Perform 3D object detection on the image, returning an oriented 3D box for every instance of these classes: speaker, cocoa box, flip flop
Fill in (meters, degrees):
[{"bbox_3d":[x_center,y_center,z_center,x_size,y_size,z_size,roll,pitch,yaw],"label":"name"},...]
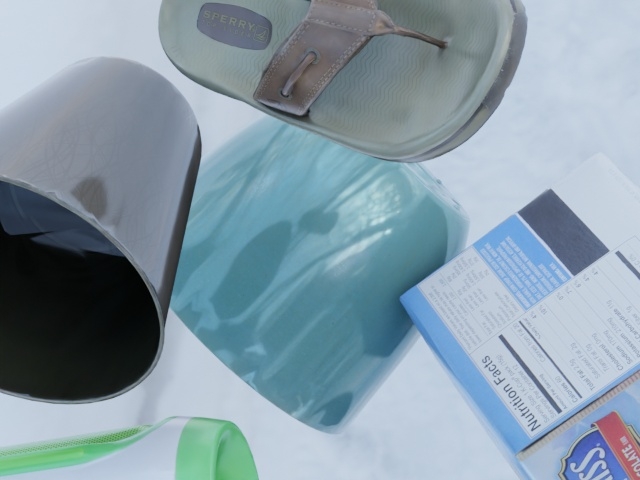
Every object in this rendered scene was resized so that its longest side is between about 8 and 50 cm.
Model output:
[{"bbox_3d":[-0.195,0.196,1.022,0.297,0.131,0.131,-10,94,13],"label":"speaker"},{"bbox_3d":[0.270,0.146,1.347,0.228,0.347,0.231,-36,41,1],"label":"cocoa box"},{"bbox_3d":[-0.005,-0.120,0.874,0.277,0.080,0.112,20,91,38],"label":"flip flop"}]

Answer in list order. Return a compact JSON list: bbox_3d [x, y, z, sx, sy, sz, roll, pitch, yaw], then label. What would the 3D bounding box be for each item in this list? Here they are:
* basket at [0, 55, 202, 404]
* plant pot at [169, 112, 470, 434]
[{"bbox_3d":[-0.171,-0.024,1.006,0.204,0.227,0.154,22,121,-1],"label":"basket"},{"bbox_3d":[0.000,0.000,1.436,0.235,0.293,0.293,-46,77,9],"label":"plant pot"}]
